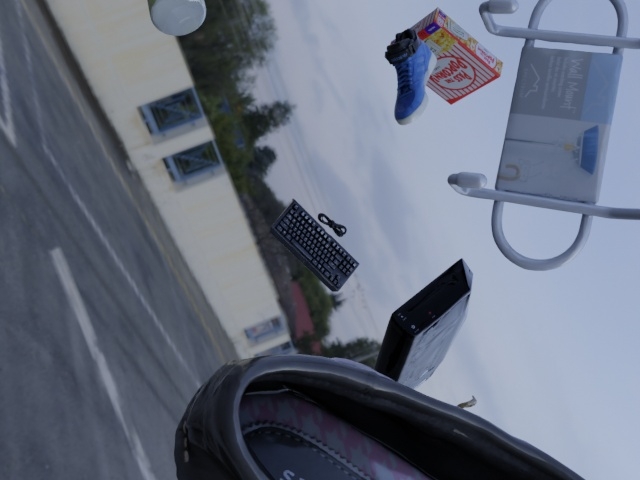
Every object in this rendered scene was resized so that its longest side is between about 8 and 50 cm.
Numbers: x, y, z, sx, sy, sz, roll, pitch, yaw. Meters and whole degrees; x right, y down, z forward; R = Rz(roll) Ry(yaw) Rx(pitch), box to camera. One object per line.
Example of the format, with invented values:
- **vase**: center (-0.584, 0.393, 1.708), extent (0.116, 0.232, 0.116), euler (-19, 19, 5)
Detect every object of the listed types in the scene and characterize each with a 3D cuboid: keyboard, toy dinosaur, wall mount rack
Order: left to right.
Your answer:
- **keyboard**: center (0.000, 0.000, 1.396), extent (0.180, 0.108, 0.023), euler (45, -21, -21)
- **toy dinosaur**: center (0.244, 0.323, 1.386), extent (0.183, 0.092, 0.053), euler (79, -8, -74)
- **wall mount rack**: center (0.307, -0.134, 0.822), extent (0.130, 0.304, 0.350), euler (19, 81, -70)

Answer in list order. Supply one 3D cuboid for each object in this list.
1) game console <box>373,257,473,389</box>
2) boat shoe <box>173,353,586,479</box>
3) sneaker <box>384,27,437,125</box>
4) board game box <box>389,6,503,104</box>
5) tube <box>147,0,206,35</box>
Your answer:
- **game console**: center (0.040, 0.174, 0.861), extent (0.044, 0.361, 0.213), euler (42, -31, 23)
- **boat shoe**: center (0.090, 0.150, 0.325), extent (0.335, 0.112, 0.095), euler (27, -30, 0)
- **sneaker**: center (0.123, -0.247, 1.124), extent (0.084, 0.058, 0.152), euler (43, 54, -34)
- **board game box**: center (0.260, -0.380, 1.592), extent (0.147, 0.193, 0.045), euler (-26, -140, 52)
- **tube**: center (-0.184, -0.338, 0.878), extent (0.062, 0.070, 0.240), euler (34, 33, -52)
